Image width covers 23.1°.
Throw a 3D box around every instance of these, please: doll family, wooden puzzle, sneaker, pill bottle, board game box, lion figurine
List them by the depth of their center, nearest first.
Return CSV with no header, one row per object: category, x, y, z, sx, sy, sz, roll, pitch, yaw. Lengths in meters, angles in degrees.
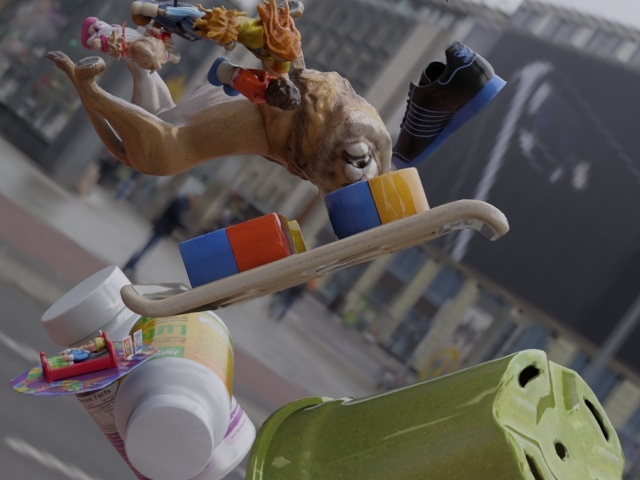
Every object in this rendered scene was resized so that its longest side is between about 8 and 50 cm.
wooden puzzle,0.000,0.000,1.508,0.322,0.348,0.080,18,58,-85
doll family,-0.115,-0.218,1.639,0.263,0.118,0.163,13,6,-36
board game box,-0.265,0.127,1.736,0.133,0.033,0.169,0,16,29
lion figurine,-0.114,-0.143,1.854,0.142,0.392,0.240,-80,165,-54
pill bottle,-0.173,0.181,1.856,0.136,0.136,0.245,37,16,-15
sneaker,0.147,-0.176,2.051,0.090,0.081,0.232,46,-42,-2
pill bottle,-0.234,0.188,2.081,0.301,0.169,0.169,56,-5,-12

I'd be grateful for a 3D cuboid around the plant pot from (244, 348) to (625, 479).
plant pot,0.118,0.223,1.368,0.276,0.254,0.276,31,43,-35
